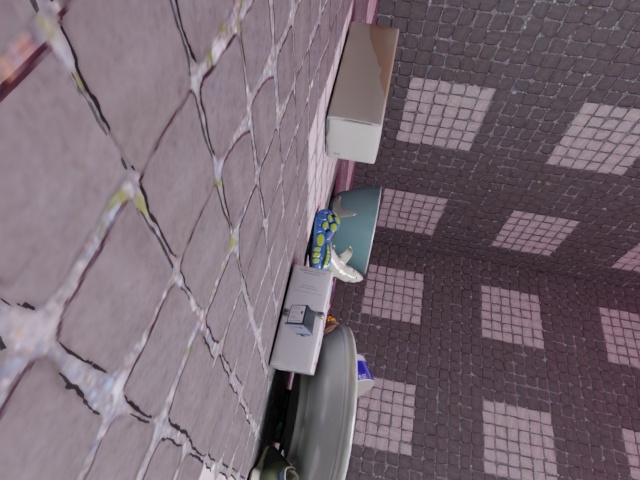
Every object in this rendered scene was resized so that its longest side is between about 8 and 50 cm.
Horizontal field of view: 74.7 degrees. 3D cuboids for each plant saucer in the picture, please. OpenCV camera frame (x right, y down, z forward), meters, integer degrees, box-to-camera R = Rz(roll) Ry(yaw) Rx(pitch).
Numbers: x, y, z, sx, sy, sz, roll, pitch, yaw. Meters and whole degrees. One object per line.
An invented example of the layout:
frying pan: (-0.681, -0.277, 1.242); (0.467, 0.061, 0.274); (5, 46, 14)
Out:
plant saucer: (-0.015, 0.381, 0.936); (0.400, 0.101, 0.400); (-170, -90, -85)

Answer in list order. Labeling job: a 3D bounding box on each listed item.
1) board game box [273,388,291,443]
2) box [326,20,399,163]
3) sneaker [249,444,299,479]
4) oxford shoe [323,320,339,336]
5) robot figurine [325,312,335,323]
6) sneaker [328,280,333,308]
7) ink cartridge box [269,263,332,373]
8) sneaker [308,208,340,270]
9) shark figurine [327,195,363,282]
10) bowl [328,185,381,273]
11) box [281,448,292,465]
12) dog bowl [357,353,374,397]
board game box: (-0.090, 0.467, 1.113); (0.186, 0.026, 0.126); (90, 12, -66)
box: (0.100, -0.354, 1.003); (0.148, 0.121, 0.310); (91, 10, -66)
sneaker: (-0.084, 0.458, 0.816); (0.192, 0.086, 0.064); (75, 26, -79)
oxford shoe: (0.016, 0.382, 1.569); (0.348, 0.123, 0.130); (100, -18, -47)
robot figurine: (0.016, 0.401, 1.839); (0.291, 0.085, 0.210); (87, 14, -70)
sneaker: (0.003, 0.186, 1.490); (0.067, 0.064, 0.175); (67, 23, -44)
ink cartridge box: (-0.032, 0.159, 0.821); (0.139, 0.082, 0.190); (87, 14, -71)
sneaker: (0.000, 0.000, 1.041); (0.078, 0.067, 0.188); (132, -26, -56)
shark figurine: (0.029, 0.014, 1.302); (0.116, 0.166, 0.278); (-131, -152, -64)
bowl: (0.104, -0.048, 1.452); (0.311, 0.163, 0.311); (10, 90, -85)
box: (-0.037, 0.656, 1.289); (0.231, 0.127, 0.261); (41, 66, -75)
dog bowl: (0.065, 0.537, 1.574); (0.264, 0.265, 0.104); (94, -25, -53)
